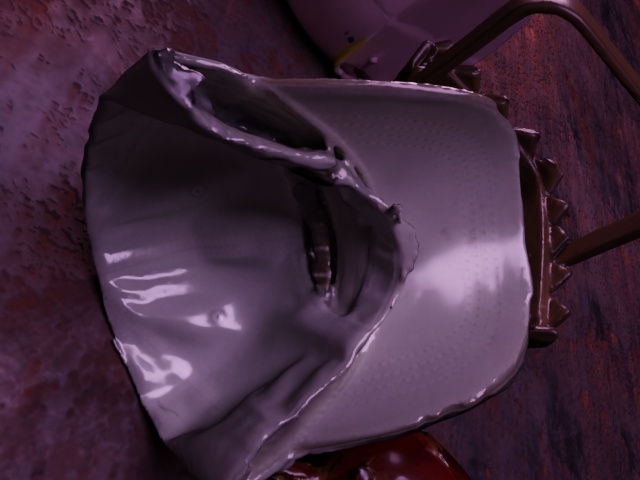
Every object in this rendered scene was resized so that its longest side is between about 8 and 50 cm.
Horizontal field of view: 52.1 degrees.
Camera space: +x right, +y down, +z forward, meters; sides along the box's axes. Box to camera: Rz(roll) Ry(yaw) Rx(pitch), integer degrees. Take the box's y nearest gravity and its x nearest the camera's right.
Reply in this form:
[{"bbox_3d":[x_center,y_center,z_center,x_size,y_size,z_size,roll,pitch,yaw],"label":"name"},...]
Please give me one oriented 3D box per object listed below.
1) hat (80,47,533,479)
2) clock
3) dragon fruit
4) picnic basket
[{"bbox_3d":[-0.002,0.002,0.449,0.302,0.168,0.257,-9,102,-14],"label":"hat"},{"bbox_3d":[0.109,-0.402,0.802,0.368,0.251,0.376,5,66,-45],"label":"clock"},{"bbox_3d":[0.020,0.198,0.508,0.246,0.125,0.125,22,67,-18],"label":"dragon fruit"},{"bbox_3d":[0.155,-0.054,0.619,0.254,0.321,0.291,40,43,-20],"label":"picnic basket"}]
